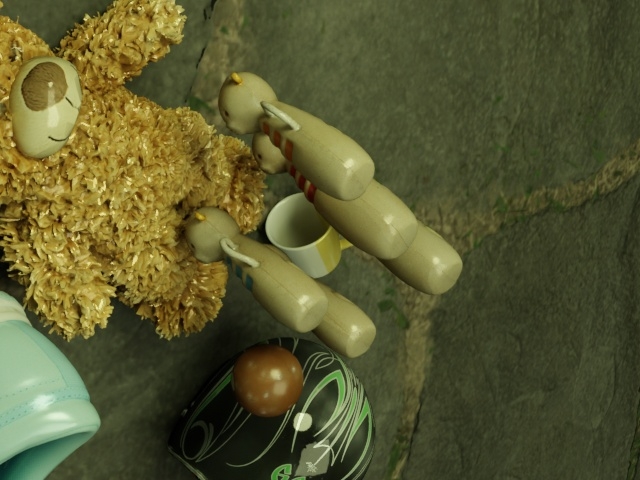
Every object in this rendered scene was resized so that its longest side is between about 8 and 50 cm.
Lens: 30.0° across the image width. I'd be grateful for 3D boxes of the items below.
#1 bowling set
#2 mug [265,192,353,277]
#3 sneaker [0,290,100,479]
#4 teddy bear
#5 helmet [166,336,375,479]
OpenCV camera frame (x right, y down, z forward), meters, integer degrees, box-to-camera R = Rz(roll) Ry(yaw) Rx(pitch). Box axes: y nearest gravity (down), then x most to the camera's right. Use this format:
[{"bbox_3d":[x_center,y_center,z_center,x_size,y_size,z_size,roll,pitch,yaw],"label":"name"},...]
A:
[{"bbox_3d":[-0.034,0.011,0.880,0.200,0.154,0.287,-50,151,-4],"label":"bowling set"},{"bbox_3d":[-0.003,0.002,1.053,0.062,0.078,0.064,-64,151,-29],"label":"mug"},{"bbox_3d":[-0.277,0.212,0.759,0.366,0.150,0.135,-55,157,8],"label":"sneaker"},{"bbox_3d":[-0.148,-0.049,0.849,0.245,0.113,0.338,-51,137,-20],"label":"teddy bear"},{"bbox_3d":[-0.032,0.164,1.028,0.161,0.169,0.169,-45,135,-13],"label":"helmet"}]
